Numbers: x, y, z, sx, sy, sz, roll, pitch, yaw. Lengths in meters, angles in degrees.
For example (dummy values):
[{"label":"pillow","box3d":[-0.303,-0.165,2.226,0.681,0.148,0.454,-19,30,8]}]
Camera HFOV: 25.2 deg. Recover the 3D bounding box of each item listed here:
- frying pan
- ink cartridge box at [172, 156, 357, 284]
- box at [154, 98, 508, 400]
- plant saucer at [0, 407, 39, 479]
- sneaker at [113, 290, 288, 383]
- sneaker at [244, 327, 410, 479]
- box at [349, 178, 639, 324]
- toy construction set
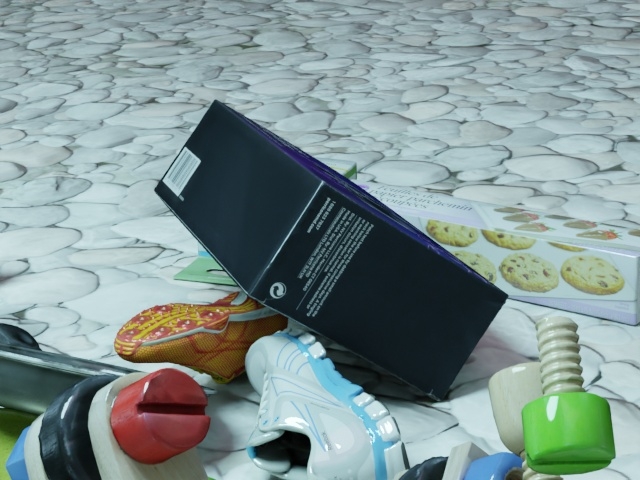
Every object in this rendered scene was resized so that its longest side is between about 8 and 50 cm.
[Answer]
[{"label":"frying pan","box3d":[-0.219,0.089,1.028,0.326,0.053,0.197,7,-7,41]},{"label":"ink cartridge box","box3d":[-0.050,-0.023,1.363,0.109,0.062,0.209,6,22,21]},{"label":"box","box3d":[0.000,0.000,1.118,0.184,0.103,0.261,33,4,-28]},{"label":"plant saucer","box3d":[-0.241,0.163,0.914,0.241,0.037,0.241,-2,20,1]},{"label":"sneaker","box3d":[-0.082,0.078,1.064,0.064,0.067,0.175,13,11,39]},{"label":"sneaker","box3d":[-0.020,0.118,0.971,0.083,0.071,0.190,-18,24,-22]},{"label":"box","box3d":[0.143,0.005,1.261,0.324,0.067,0.063,13,25,34]},{"label":"toy construction set","box3d":[0.021,0.184,0.609,0.308,0.237,0.257,-16,-31,24]}]
